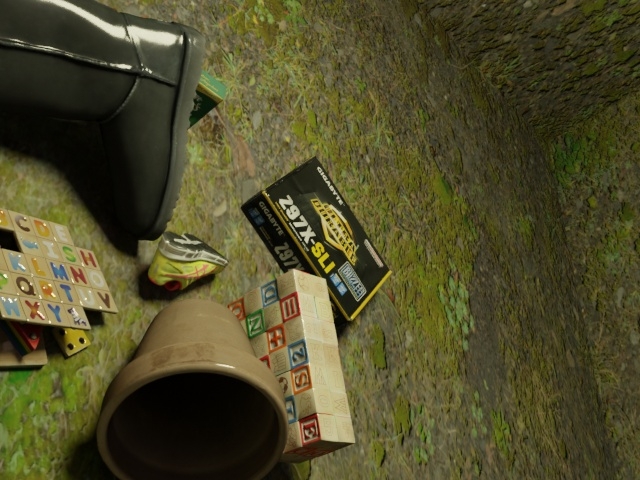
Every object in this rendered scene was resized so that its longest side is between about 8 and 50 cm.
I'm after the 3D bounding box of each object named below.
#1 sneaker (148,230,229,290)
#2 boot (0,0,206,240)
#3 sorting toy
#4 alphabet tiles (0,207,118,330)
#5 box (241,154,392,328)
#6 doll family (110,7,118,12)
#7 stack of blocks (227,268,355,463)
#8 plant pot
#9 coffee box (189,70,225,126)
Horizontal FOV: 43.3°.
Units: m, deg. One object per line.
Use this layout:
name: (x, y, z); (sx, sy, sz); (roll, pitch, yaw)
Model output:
sneaker: (-0.233, 0.043, 1.382); (0.081, 0.094, 0.208); (32, 5, 21)
boot: (-0.420, -0.197, 1.206); (0.445, 0.146, 0.367); (6, 97, -39)
sorting toy: (-0.424, 0.103, 1.089); (0.274, 0.046, 0.132); (9, 58, -51)
alphabet tiles: (-0.389, 0.042, 1.150); (0.237, 0.009, 0.198); (22, 34, -60)
box: (0.000, 0.000, 1.727); (0.322, 0.079, 0.257); (57, 34, -5)
doll family: (-0.350, -0.364, 1.506); (0.193, 0.076, 0.111); (34, 50, -86)
stack of blocks: (-0.056, 0.222, 1.382); (0.087, 0.171, 0.297); (20, 50, -45)
plant pot: (-0.185, 0.207, 1.181); (0.263, 0.263, 0.229); (39, 20, -29)
coffee box: (-0.271, -0.246, 1.448); (0.113, 0.184, 0.040); (35, 39, -34)
